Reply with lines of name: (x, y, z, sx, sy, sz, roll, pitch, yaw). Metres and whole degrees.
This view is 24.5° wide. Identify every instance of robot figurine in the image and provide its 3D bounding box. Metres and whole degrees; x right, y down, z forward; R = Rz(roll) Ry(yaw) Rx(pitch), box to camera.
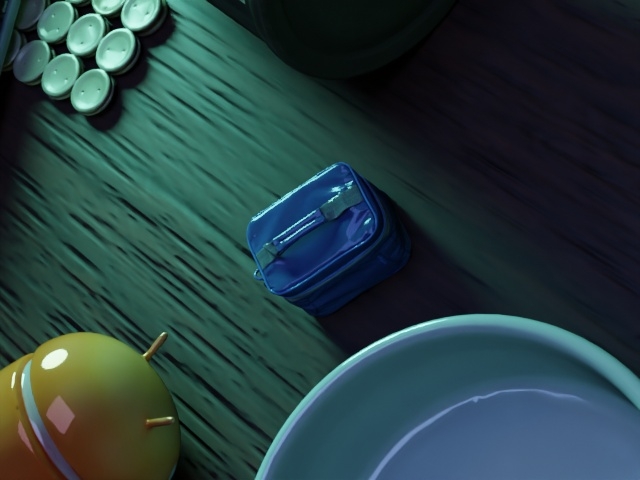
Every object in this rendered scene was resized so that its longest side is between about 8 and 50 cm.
robot figurine: (-0.182, 0.144, 0.953, 0.219, 0.158, 0.128, -34, 79, 14)

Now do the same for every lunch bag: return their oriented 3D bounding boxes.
lunch bag: (0.000, 0.000, 0.945, 0.098, 0.065, 0.067, -35, 57, 13)

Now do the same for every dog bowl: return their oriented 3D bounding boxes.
dog bowl: (0.092, 0.180, 0.796, 0.265, 0.104, 0.264, -11, 65, 25)

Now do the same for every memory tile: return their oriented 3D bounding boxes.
memory tile: (-0.193, -0.165, 1.155, 0.148, 0.012, 0.113, 27, 85, 35)

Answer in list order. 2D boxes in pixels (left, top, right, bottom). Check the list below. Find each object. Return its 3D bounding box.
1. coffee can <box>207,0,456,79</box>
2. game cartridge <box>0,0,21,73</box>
coffee can: (-0.045, -0.260, 0.993, 0.275, 0.201, 0.201, 40, 92, 35)
game cartridge: (-0.337, -0.167, 1.206, 0.198, 0.062, 0.297, 1, 71, 31)
